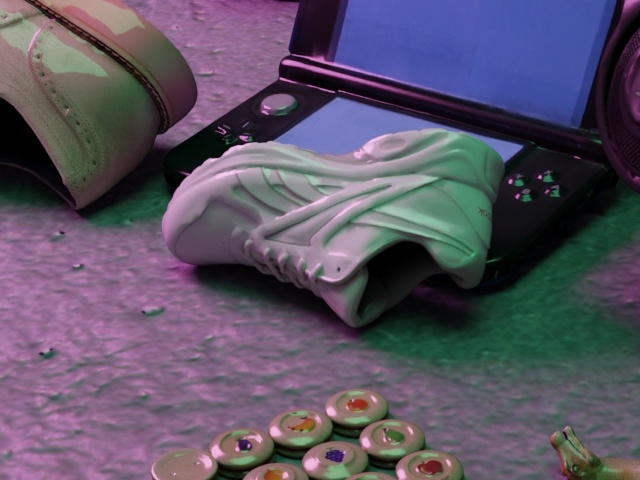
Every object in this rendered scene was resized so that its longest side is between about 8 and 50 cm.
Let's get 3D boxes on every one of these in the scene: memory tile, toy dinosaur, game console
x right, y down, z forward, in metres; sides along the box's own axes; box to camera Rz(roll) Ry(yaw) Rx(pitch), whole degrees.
[{"bbox_3d":[-0.008,0.126,0.920,0.148,0.012,0.113,-18,32,-25],"label":"memory tile"},{"bbox_3d":[0.204,0.132,0.870,0.092,0.053,0.183,-38,35,-24],"label":"toy dinosaur"},{"bbox_3d":[0.061,-0.127,1.194,0.293,0.173,0.250,17,38,33],"label":"game console"}]

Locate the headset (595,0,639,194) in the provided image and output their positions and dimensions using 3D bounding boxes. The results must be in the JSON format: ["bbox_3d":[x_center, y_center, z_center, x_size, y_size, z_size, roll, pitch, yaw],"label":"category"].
[{"bbox_3d":[0.294,-0.060,1.005,0.185,0.243,0.394,-29,40,49],"label":"headset"}]

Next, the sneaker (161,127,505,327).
[{"bbox_3d":[0.000,0.000,1.074,0.232,0.090,0.115,-9,61,24],"label":"sneaker"}]

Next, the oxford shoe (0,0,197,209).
[{"bbox_3d":[-0.291,-0.154,1.268,0.397,0.140,0.146,25,63,22],"label":"oxford shoe"}]
